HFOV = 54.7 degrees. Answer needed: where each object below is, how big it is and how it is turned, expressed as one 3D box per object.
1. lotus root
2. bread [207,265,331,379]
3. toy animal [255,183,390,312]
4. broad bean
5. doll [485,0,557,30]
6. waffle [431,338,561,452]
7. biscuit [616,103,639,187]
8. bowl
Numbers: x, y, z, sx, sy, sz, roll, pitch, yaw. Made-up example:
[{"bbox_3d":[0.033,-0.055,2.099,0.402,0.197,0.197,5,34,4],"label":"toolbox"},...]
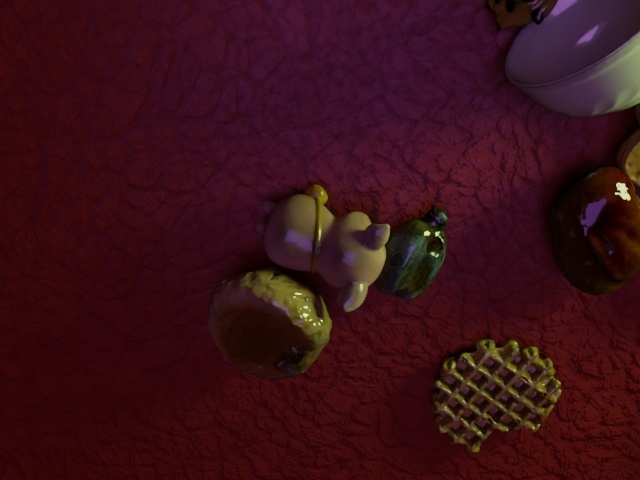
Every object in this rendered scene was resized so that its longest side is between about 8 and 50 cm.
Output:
[{"bbox_3d":[0.173,0.024,1.137,0.113,0.088,0.192,25,107,-12],"label":"lotus root"},{"bbox_3d":[-0.089,0.148,1.155,0.244,0.134,0.244,9,126,13],"label":"bread"},{"bbox_3d":[0.000,-0.002,1.114,0.248,0.149,0.165,22,114,19],"label":"toy animal"},{"bbox_3d":[0.483,-0.017,1.081,0.156,0.122,0.229,-14,110,-2],"label":"broad bean"},{"bbox_3d":[0.389,-0.429,0.947,0.291,0.086,0.117,-32,65,30],"label":"doll"},{"bbox_3d":[0.350,0.314,1.233,0.253,0.056,0.249,3,108,2],"label":"waffle"},{"bbox_3d":[0.642,-0.236,0.996,0.269,0.051,0.376,24,120,-24],"label":"biscuit"},{"bbox_3d":[0.435,-0.290,0.933,0.145,0.277,0.277,40,107,-22],"label":"bowl"}]
